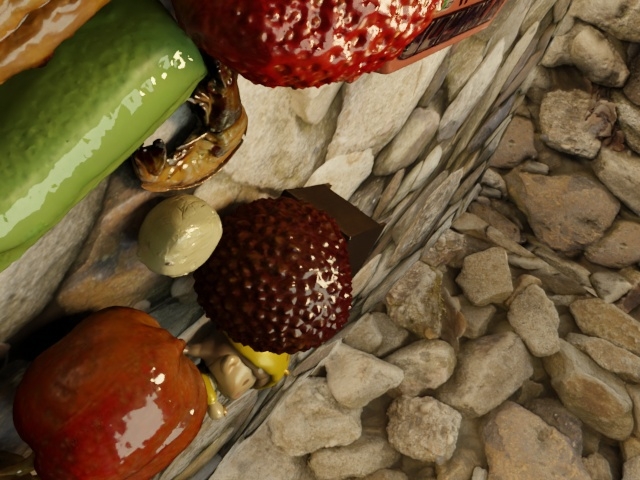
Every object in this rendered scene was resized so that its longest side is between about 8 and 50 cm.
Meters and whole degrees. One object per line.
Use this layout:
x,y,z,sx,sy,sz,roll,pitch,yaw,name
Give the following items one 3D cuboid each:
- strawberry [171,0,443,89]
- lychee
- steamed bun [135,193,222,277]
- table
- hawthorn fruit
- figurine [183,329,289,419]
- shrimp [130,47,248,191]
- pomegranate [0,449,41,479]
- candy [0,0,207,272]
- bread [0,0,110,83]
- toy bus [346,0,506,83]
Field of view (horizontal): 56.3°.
-0.026,-0.256,0.548,0.277,0.257,0.257,-44,161,-38,strawberry
-0.073,0.064,1.048,0.304,0.276,0.276,10,120,-35,lychee
-0.202,-0.014,0.847,0.112,0.091,0.130,-56,166,25,steamed bun
0.000,0.000,1.256,0.193,0.169,0.172,-21,144,-61,table
-0.291,0.227,0.841,0.258,0.258,0.262,66,42,-70,hawthorn fruit
-0.215,0.282,1.249,0.343,0.187,0.215,-34,164,-32,figurine
-0.169,-0.146,0.740,0.178,0.075,0.289,-45,174,-14,shrimp
-0.422,0.506,0.885,0.410,0.410,0.410,-46,161,-21,pomegranate
-0.250,-0.082,0.526,0.343,0.142,0.132,-47,171,-15,candy
-0.192,-0.269,0.297,0.337,0.148,0.328,-44,161,-5,bread
0.141,-0.385,0.834,0.427,0.203,0.233,-37,162,-46,toy bus
